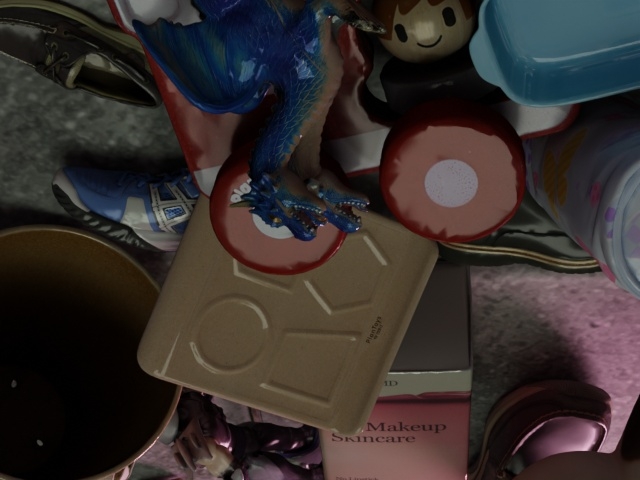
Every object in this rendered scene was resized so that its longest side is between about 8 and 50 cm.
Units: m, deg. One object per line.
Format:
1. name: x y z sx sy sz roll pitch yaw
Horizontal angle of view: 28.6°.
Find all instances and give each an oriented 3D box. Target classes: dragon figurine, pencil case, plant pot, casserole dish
1. dragon figurine: -0.059 -0.129 0.792 0.289 0.085 0.144 45 103 3
2. pencil case: 0.224 -0.040 0.884 0.124 0.273 0.113 6 104 -7
3. plant pot: -0.277 0.143 1.187 0.237 0.237 0.254 16 152 -16
4. casserole dish: 0.184 -0.143 0.768 0.188 0.037 0.114 -13 138 17

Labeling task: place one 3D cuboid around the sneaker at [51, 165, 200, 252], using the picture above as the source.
1. sneaker: -0.123 -0.034 1.076 0.211 0.080 0.081 15 110 -11

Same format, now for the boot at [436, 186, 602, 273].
1. boot: 0.189 -0.043 1.044 0.198 0.076 0.137 -5 135 7

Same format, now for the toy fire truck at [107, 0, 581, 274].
1. toy fire truck: 0.019 -0.134 0.883 0.302 0.169 0.253 -12 120 15

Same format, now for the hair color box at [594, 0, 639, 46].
1. hair color box: 0.307 -0.176 0.840 0.185 0.113 0.374 -27 133 30

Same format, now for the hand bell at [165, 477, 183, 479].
1. hand bell: -0.268 0.349 1.531 0.242 0.126 0.126 -27 134 15

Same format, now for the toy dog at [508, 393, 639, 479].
1. toy dog: 0.342 0.238 1.152 0.408 0.284 0.395 -39 111 13

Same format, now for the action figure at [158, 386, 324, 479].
1. action figure: -0.077 0.220 1.303 0.285 0.185 0.099 20 121 -30

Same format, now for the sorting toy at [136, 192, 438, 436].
1. sorting toy: -0.027 0.050 1.058 0.208 0.038 0.193 21 95 -17

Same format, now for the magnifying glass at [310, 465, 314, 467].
1. magnifying glass: 0.019 0.268 1.464 0.231 0.026 0.092 -24 134 29

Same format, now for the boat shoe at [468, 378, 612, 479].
1. boat shoe: 0.231 0.283 1.389 0.132 0.130 0.355 9 140 -8

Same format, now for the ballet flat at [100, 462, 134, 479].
1. ballet flat: -0.238 0.238 1.402 0.072 0.068 0.213 11 140 -11

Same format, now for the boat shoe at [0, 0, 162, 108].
1. boat shoe: -0.186 -0.140 0.951 0.152 0.049 0.056 13 140 -13

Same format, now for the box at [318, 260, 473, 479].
1. box: 0.071 0.138 1.222 0.149 0.126 0.232 -1 141 4
